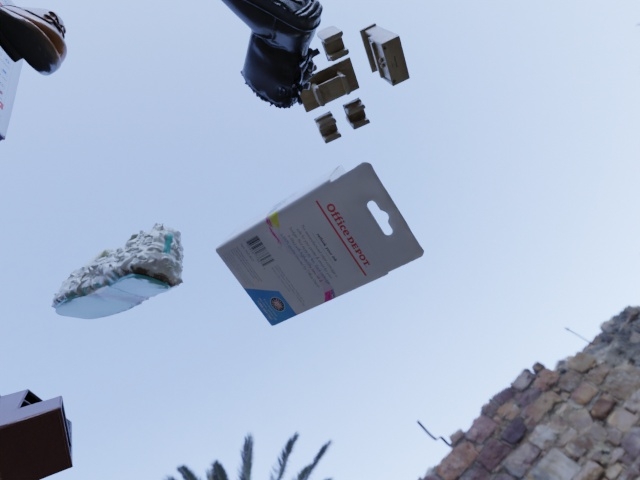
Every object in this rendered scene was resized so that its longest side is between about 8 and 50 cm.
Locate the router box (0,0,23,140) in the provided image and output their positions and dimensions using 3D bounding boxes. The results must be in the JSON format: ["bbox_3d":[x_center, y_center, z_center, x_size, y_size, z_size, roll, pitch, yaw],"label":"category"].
[{"bbox_3d":[-0.515,-0.322,0.486,0.082,0.301,0.335,-19,-34,0],"label":"router box"}]

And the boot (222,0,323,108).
[{"bbox_3d":[-0.056,-0.182,0.369,0.121,0.099,0.045,32,-121,2],"label":"boot"}]

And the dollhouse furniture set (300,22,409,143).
[{"bbox_3d":[0.058,-0.393,0.975,0.242,0.161,0.212,-24,-53,3],"label":"dollhouse furniture set"}]

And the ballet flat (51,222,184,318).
[{"bbox_3d":[-0.403,0.068,0.847,0.147,0.409,0.147,27,-125,-45],"label":"ballet flat"}]

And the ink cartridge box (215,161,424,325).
[{"bbox_3d":[0.000,0.000,0.415,0.181,0.061,0.104,-28,-75,25],"label":"ink cartridge box"}]

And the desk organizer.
[{"bbox_3d":[-0.225,0.146,0.323,0.050,0.130,0.047,-11,-92,-32],"label":"desk organizer"}]

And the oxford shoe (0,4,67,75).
[{"bbox_3d":[-0.346,-0.257,0.507,0.076,0.212,0.076,-40,-42,-22],"label":"oxford shoe"}]
